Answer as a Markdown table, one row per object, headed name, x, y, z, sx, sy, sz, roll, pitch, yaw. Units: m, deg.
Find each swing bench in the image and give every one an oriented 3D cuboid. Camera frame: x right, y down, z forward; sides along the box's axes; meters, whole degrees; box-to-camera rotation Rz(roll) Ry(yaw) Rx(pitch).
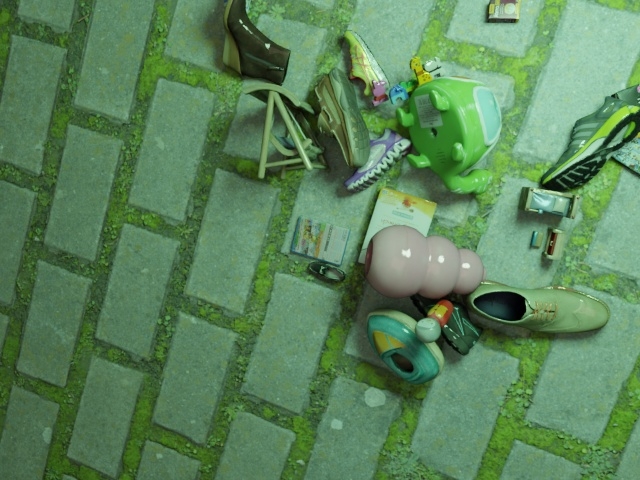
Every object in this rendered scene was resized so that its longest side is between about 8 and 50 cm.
| name | x | y | z | sx | sy | sz | roll | pitch | yaw |
| --- | --- | --- | --- | --- | --- | --- | --- | --- | --- |
| swing bench | -0.089 | -0.312 | 1.510 | 0.165 | 0.253 | 0.254 | -7 | 95 | 13 |

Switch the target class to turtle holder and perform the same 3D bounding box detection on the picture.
| name | x | y | z | sx | sy | sz | roll | pitch | yaw |
| --- | --- | --- | --- | --- | --- | --- | --- | --- | --- |
| turtle holder | 0.381 | -0.290 | 1.415 | 0.227 | 0.243 | 0.320 | -25 | 78 | -24 |

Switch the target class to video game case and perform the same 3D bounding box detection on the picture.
| name | x | y | z | sx | sy | sz | roll | pitch | yaw |
| --- | --- | --- | --- | --- | --- | --- | --- | --- | --- |
| video game case | 0.000 | 0.000 | 1.645 | 0.166 | 0.015 | 0.119 | 16 | 100 | 10 |

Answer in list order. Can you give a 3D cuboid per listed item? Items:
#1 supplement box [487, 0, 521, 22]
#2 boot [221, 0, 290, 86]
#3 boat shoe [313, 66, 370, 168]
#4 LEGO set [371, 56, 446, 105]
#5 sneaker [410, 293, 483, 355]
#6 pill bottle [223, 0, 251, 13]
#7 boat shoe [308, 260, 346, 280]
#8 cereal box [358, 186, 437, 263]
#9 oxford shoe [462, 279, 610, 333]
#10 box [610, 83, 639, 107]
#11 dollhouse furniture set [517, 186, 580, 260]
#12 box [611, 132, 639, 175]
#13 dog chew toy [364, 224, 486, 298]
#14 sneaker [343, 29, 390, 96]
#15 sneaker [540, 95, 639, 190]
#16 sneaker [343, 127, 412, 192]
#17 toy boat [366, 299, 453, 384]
| name | x | y | z | sx | sy | sz | roll | pitch | yaw |
| --- | --- | --- | --- | --- | --- | --- | --- | --- | --- |
| supplement box | 0.507 | -0.635 | 1.451 | 0.083 | 0.043 | 0.055 | 5 | 98 | 13 |
| boot | -0.182 | -0.598 | 1.554 | 0.207 | 0.090 | 0.248 | 20 | 132 | 5 |
| boat shoe | 0.057 | -0.343 | 1.525 | 0.116 | 0.123 | 0.324 | -24 | 64 | 26 |
| LEGO set | 0.246 | -0.458 | 1.465 | 0.227 | 0.087 | 0.093 | -25 | 119 | 0 |
| sneaker | 0.366 | 0.212 | 1.559 | 0.106 | 0.101 | 0.267 | -42 | 89 | -5 |
| pill bottle | -0.241 | -0.765 | 1.586 | 0.078 | 0.078 | 0.137 | 16 | 99 | 10 |
| boat shoe | 0.020 | 0.096 | 1.638 | 0.125 | 0.038 | 0.046 | 22 | 100 | 9 |
| cereal box | 0.229 | -0.023 | 1.574 | 0.173 | 0.047 | 0.240 | 17 | 99 | 8 |
| oxford shoe | 0.602 | 0.199 | 1.464 | 0.397 | 0.146 | 0.140 | 4 | 96 | 12 |
| box | 0.834 | -0.379 | 1.401 | 0.083 | 0.052 | 0.062 | -18 | 91 | 14 |
| dollhouse furniture set | 0.613 | -0.047 | 1.445 | 0.129 | 0.129 | 0.183 | 11 | 98 | 11 |
| box | 0.844 | -0.250 | 1.425 | 0.137 | 0.027 | 0.094 | 36 | 103 | 6 |
| dog chew toy | 0.295 | 0.071 | 1.460 | 0.332 | 0.206 | 0.206 | 9 | 98 | -5 |
| sneaker | 0.115 | -0.515 | 1.533 | 0.094 | 0.081 | 0.208 | -31 | 89 | 16 |
| sneaker | 0.718 | -0.256 | 1.420 | 0.111 | 0.121 | 0.300 | 24 | 122 | -34 |
| sneaker | 0.154 | -0.241 | 1.552 | 0.236 | 0.095 | 0.104 | -41 | 80 | 8 |
| toy boat | 0.255 | 0.282 | 1.493 | 0.267 | 0.148 | 0.318 | 43 | 139 | 8 |
